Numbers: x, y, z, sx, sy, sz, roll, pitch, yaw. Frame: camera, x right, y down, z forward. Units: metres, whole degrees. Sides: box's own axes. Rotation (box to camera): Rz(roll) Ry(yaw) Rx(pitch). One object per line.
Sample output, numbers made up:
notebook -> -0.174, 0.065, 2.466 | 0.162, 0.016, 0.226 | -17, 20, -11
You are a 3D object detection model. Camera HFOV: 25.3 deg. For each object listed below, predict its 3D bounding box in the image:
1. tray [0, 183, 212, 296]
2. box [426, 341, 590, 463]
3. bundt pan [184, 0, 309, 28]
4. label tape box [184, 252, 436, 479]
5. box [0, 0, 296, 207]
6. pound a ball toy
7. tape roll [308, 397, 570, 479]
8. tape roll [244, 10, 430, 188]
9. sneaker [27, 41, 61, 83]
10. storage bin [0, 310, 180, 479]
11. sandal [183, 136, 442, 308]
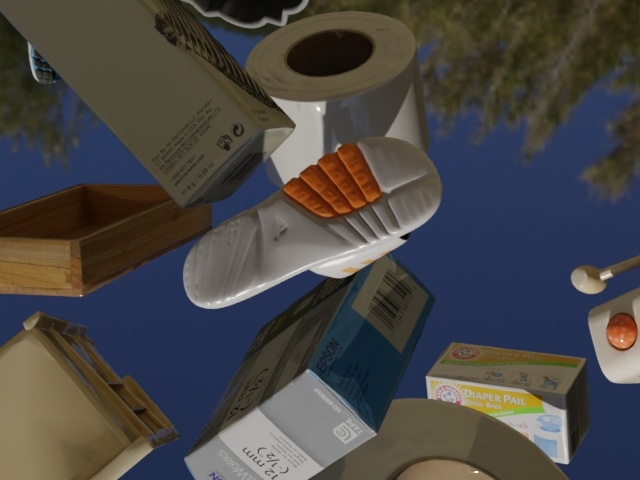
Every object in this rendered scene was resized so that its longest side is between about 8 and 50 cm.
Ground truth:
tray -> -0.308, -0.007, 1.836 | 0.203, 0.076, 0.411 | 2, -168, 17
box -> 0.259, 0.222, 1.970 | 0.203, 0.114, 0.103 | 5, -154, 27
bundt pan -> -0.115, -0.405, 1.623 | 0.331, 0.331, 0.124 | 18, -122, 34
label tape box -> -0.044, 0.183, 1.666 | 0.348, 0.115, 0.249 | -36, -165, 37
box -> -0.153, -0.156, 1.137 | 0.094, 0.275, 0.113 | -44, 175, 14
pound a ball toy -> 0.520, 0.087, 2.179 | 0.136, 0.208, 0.319 | 7, 154, -43
tape roll -> 0.152, 0.363, 1.694 | 0.392, 0.072, 0.392 | 13, -136, -13
tape roll -> 0.026, -0.194, 2.020 | 0.246, 0.169, 0.246 | -7, -143, 5
sneaker -> -0.371, -0.306, 1.913 | 0.071, 0.190, 0.083 | -3, -169, -44
storage bin -> -0.248, 0.186, 1.042 | 0.262, 0.123, 0.260 | -40, 176, -5
sandal -> -0.003, -0.009, 1.300 | 0.265, 0.076, 0.102 | -24, -116, 22
